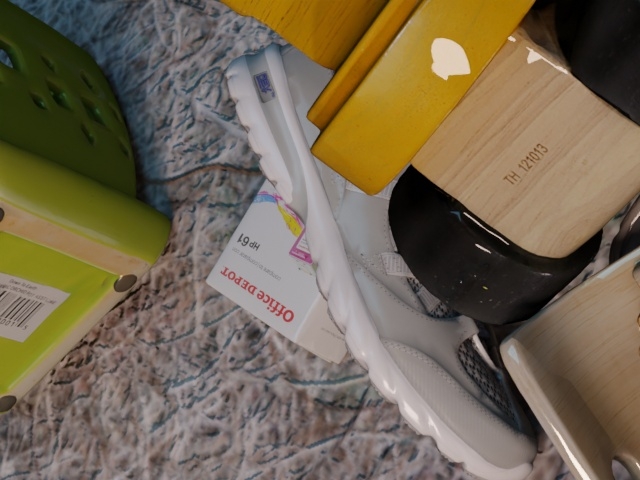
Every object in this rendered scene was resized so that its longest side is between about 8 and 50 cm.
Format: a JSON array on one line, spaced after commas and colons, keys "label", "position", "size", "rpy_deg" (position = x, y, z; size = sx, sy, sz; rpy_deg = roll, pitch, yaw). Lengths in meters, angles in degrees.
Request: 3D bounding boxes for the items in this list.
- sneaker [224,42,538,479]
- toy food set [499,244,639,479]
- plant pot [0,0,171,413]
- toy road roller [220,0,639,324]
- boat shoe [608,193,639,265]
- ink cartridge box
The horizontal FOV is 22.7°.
[{"label": "sneaker", "position": [0.053, -0.002, 0.863], "size": [0.115, 0.105, 0.281], "rpy_deg": [-29, 79, 7]}, {"label": "toy food set", "position": [0.255, 0.056, 0.657], "size": [0.306, 0.092, 0.220], "rpy_deg": [-34, 87, 20]}, {"label": "plant pot", "position": [-0.249, -0.022, 1.061], "size": [0.227, 0.228, 0.207], "rpy_deg": [-43, 57, 13]}, {"label": "toy road roller", "position": [0.092, -0.150, 0.755], "size": [0.202, 0.240, 0.329], "rpy_deg": [-50, 6, 46]}, {"label": "boat shoe", "position": [0.291, -0.074, 0.749], "size": [0.130, 0.132, 0.355], "rpy_deg": [43, 108, 21]}, {"label": "ink cartridge box", "position": [0.000, 0.000, 0.969], "size": [0.088, 0.052, 0.122], "rpy_deg": [31, 91, 40]}]
